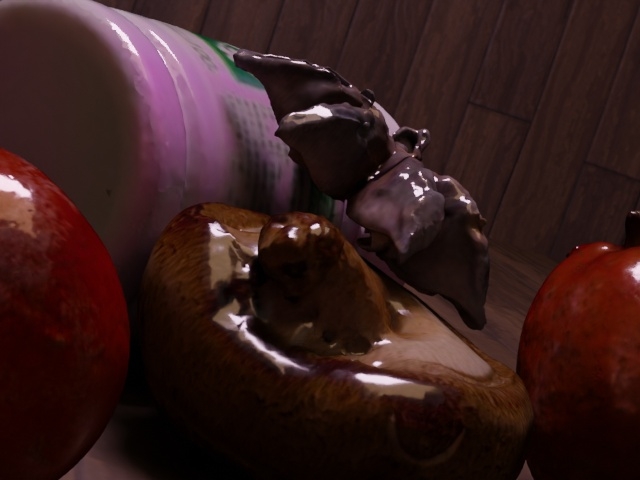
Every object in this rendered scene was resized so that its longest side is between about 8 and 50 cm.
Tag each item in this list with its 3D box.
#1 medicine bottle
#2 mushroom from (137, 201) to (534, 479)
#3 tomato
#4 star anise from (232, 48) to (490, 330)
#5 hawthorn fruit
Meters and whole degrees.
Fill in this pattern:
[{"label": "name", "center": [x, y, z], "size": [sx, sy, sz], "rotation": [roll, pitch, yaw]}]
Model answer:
[{"label": "medicine bottle", "center": [-0.094, -0.030, 1.081], "size": [0.212, 0.212, 0.325], "rotation": [23, 6, 30]}, {"label": "mushroom", "center": [0.002, 0.077, 0.880], "size": [0.231, 0.138, 0.194], "rotation": [38, 0, 35]}, {"label": "tomato", "center": [-0.168, 0.031, 0.645], "size": [0.187, 0.151, 0.187], "rotation": [20, 12, -4]}, {"label": "star anise", "center": [0.028, -0.047, 0.963], "size": [0.172, 0.063, 0.208], "rotation": [39, 15, -33]}, {"label": "hawthorn fruit", "center": [0.210, 0.082, 1.031], "size": [0.185, 0.202, 0.185], "rotation": [-7, -7, -1]}]
